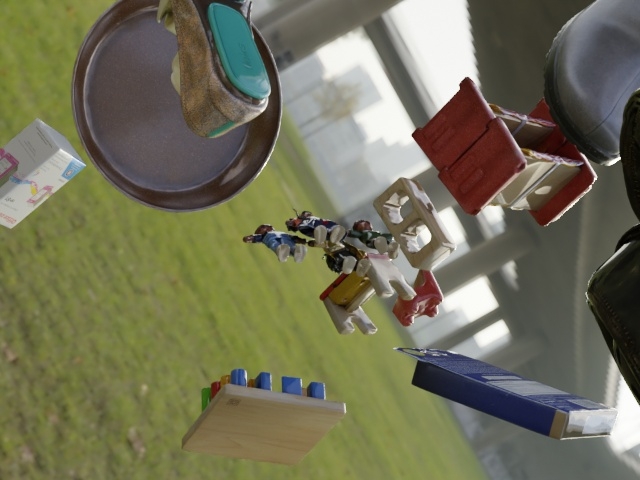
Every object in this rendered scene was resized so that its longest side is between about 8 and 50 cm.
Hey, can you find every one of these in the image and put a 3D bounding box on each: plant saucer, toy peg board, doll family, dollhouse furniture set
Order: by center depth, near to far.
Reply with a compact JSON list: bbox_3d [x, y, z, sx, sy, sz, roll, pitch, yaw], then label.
[{"bbox_3d":[0.000,0.000,1.554,0.193,0.076,0.111,16,12,-25],"label":"doll family"},{"bbox_3d":[-0.075,0.209,1.591,0.160,0.161,0.079,127,-33,-47],"label":"toy peg board"},{"bbox_3d":[-0.200,-0.193,1.721,0.050,0.310,0.310,0,-56,61],"label":"plant saucer"},{"bbox_3d":[0.171,-0.035,1.735,0.201,0.374,0.152,8,45,-50],"label":"dollhouse furniture set"}]

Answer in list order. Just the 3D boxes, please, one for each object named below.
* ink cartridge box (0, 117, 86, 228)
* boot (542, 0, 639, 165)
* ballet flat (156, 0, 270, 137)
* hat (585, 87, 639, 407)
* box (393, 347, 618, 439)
[{"bbox_3d":[-0.347,-0.076,1.462,0.052,0.122,0.088,52,2,14],"label":"ink cartridge box"},{"bbox_3d":[0.338,-0.227,1.103,0.118,0.338,0.223,40,-34,-10],"label":"boot"},{"bbox_3d":[-0.131,-0.239,1.370,0.107,0.106,0.316,22,42,-34],"label":"ballet flat"},{"bbox_3d":[0.249,0.071,0.746,0.331,0.134,0.331,52,-6,8],"label":"hat"},{"bbox_3d":[0.199,0.168,1.387,0.225,0.036,0.136,19,6,36],"label":"box"}]
